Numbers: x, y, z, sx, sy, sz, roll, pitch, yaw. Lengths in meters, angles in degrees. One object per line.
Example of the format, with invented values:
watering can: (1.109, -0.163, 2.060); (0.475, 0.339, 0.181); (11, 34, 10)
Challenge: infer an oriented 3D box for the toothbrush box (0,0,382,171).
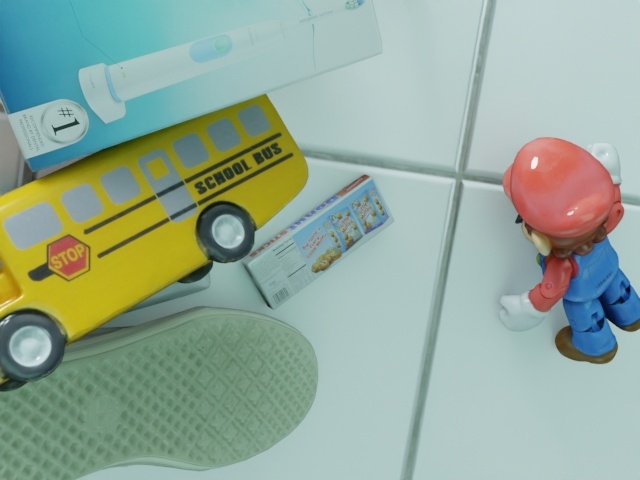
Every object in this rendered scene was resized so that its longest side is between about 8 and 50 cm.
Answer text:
toothbrush box: (-0.124, -0.211, 0.657); (0.296, 0.126, 0.216); (-22, 115, -12)

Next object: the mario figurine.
mario figurine: (0.307, 0.000, 1.075); (0.320, 0.170, 0.198); (61, 35, -34)

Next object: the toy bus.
toy bus: (-0.165, -0.002, 0.685); (0.333, 0.108, 0.130); (-32, 94, -31)

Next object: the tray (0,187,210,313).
tray: (-0.229, 0.014, 0.807); (0.270, 0.030, 0.145); (-15, 106, -31)

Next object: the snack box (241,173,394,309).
snack box: (0.000, 0.000, 0.944); (0.178, 0.022, 0.064); (-36, 113, -17)

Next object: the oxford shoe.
oxford shoe: (-0.186, 0.148, 0.825); (0.449, 0.130, 0.169); (-3, 96, -42)
